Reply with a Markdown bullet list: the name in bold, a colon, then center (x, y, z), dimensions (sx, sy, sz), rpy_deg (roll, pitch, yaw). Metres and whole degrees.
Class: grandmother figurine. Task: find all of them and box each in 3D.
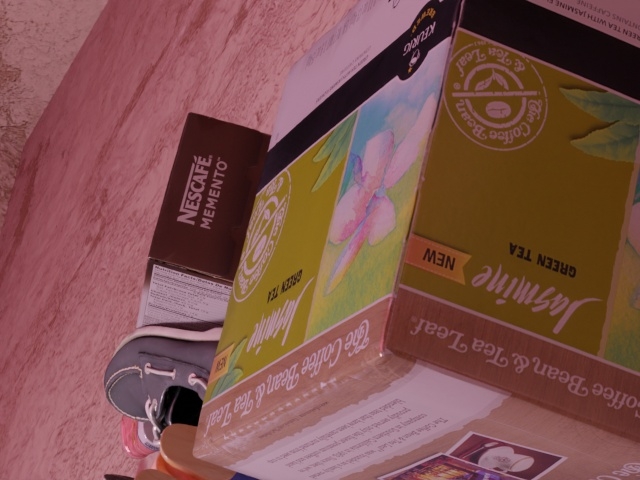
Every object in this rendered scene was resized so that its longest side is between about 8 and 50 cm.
- **grandmother figurine**: center (-0.186, 0.316, 1.770), dimensions (0.208, 0.104, 0.342), rpy_deg (-47, -7, -45)

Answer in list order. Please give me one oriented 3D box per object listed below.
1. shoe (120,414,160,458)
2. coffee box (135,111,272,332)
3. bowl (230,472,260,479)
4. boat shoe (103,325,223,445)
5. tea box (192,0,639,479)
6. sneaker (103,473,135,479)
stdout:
- **shoe**: center (-0.198, 0.173, 2.281), dimensions (0.081, 0.063, 0.178), rpy_deg (-34, 43, 55)
- **coffee box**: center (-0.113, 0.015, 1.974), dimensions (0.297, 0.119, 0.168), rpy_deg (111, 175, -65)
- **bowl**: center (-0.161, 0.391, 1.889), dimensions (0.391, 0.077, 0.391), rpy_deg (-57, 21, 36)
- **boat shoe**: center (-0.142, 0.156, 1.930), dimensions (0.319, 0.116, 0.099), rpy_deg (-11, 38, 53)
- **tea box**: center (0.099, 0.000, 1.262), dimensions (0.329, 0.220, 0.323), rpy_deg (143, 143, -61)
- **sneaker**: center (-0.236, 0.325, 2.263), dimensions (0.152, 0.054, 0.061), rpy_deg (-132, 54, -78)
